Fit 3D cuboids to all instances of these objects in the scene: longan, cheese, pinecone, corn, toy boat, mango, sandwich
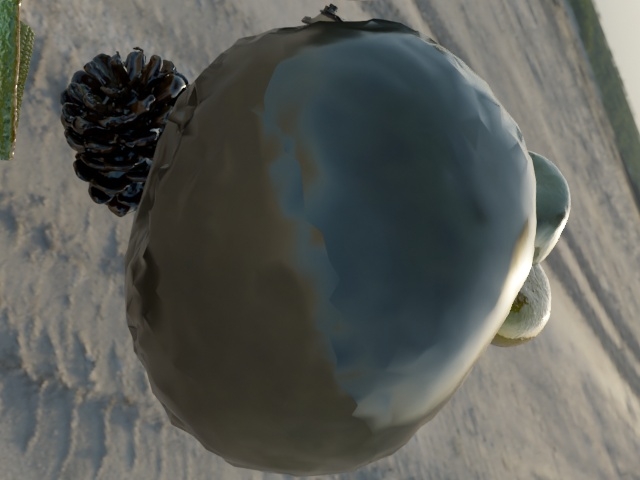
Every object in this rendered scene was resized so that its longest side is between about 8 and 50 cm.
[{"bbox_3d":[0.001,-0.009,0.860,0.436,0.404,0.404,-53,123,-37],"label":"longan"},{"bbox_3d":[0.222,-0.056,1.207,0.235,0.117,0.218,-29,61,-38],"label":"cheese"},{"bbox_3d":[-0.341,-0.217,1.667,0.296,0.242,0.298,68,35,-43],"label":"pinecone"},{"bbox_3d":[-0.559,-0.270,1.540,0.093,0.093,0.244,13,87,-66],"label":"corn"},{"bbox_3d":[0.036,-0.312,1.365,0.084,0.066,0.210,38,13,8],"label":"toy boat"},{"bbox_3d":[0.263,0.072,1.333,0.317,0.119,0.176,16,58,-59],"label":"mango"},{"bbox_3d":[-0.434,-0.202,1.120,0.063,0.245,0.212,-27,95,-56],"label":"sandwich"}]
